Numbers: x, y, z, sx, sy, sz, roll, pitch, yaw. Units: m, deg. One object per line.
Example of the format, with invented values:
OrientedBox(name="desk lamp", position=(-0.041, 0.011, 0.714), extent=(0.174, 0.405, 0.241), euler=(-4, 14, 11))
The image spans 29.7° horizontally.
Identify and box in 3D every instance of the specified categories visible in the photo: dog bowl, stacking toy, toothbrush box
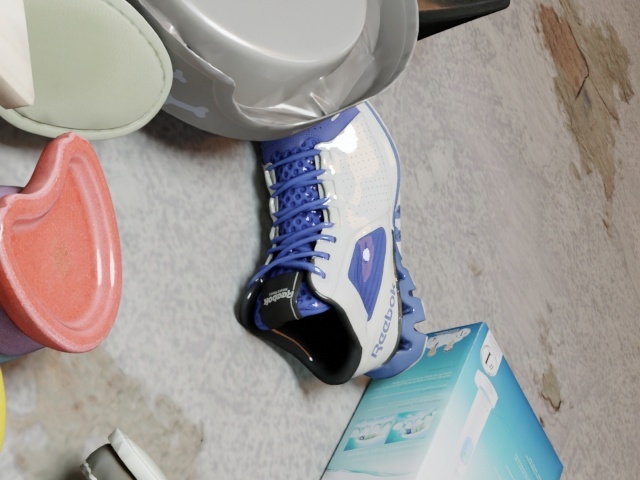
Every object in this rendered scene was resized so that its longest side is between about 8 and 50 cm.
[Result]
OrientedBox(name="dog bowl", position=(-0.078, -0.244, 1.090), extent=(0.348, 0.102, 0.349), euler=(20, 54, -29))
OrientedBox(name="stacking toy", position=(-0.264, -0.005, 0.763), extent=(0.309, 0.130, 0.280), euler=(-54, 133, -63))
OrientedBox(name="toothbrush box", position=(0.124, 0.261, 1.235), extent=(0.216, 0.126, 0.295), euler=(59, 35, -22))

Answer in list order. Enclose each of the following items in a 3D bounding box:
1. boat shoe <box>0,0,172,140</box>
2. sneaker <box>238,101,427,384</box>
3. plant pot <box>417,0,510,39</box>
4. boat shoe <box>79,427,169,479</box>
OrientedBox(name="boat shoe", position=(-0.258, -0.166, 0.872), extent=(0.340, 0.127, 0.113), euler=(9, 24, -46))
OrientedBox(name="sneaker", position=(0.000, 0.001, 1.163), extent=(0.182, 0.127, 0.316), euler=(-20, 95, -59))
OrientedBox(name="plant pot", position=(0.072, -0.309, 1.369), extent=(0.167, 0.188, 0.187), euler=(-31, 102, -45))
OrientedBox(name="boat shoe", position=(-0.104, 0.282, 0.904), extent=(0.305, 0.091, 0.109), euler=(63, -9, -17))
